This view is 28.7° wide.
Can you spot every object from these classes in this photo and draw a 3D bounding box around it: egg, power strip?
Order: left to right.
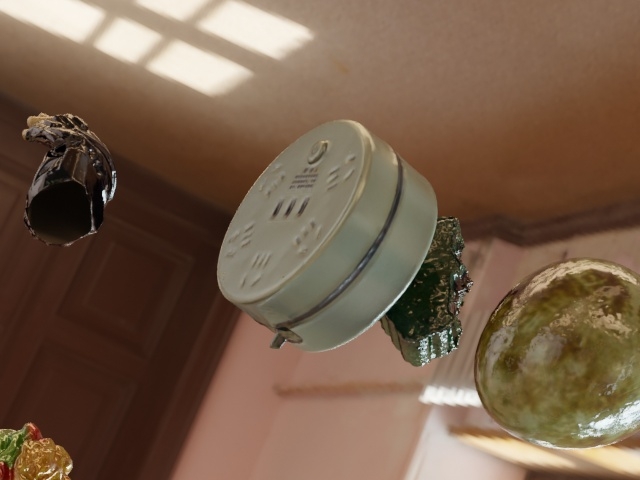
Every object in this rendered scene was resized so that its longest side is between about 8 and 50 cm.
[{"bbox_3d":[0.000,0.000,1.899,0.161,0.357,0.357,37,159,-28],"label":"power strip"},{"bbox_3d":[0.317,0.149,1.575,0.238,0.289,0.238,37,140,40],"label":"egg"}]

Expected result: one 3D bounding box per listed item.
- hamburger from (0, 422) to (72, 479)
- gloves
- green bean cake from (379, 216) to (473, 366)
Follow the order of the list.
[{"bbox_3d":[-0.478,0.413,2.015,0.149,0.237,0.237,3,160,10],"label":"hamburger"},{"bbox_3d":[-0.301,-0.087,1.486,0.124,0.203,0.164,18,131,-12],"label":"gloves"},{"bbox_3d":[0.175,0.083,1.962,0.107,0.193,0.208,81,162,-47],"label":"green bean cake"}]
